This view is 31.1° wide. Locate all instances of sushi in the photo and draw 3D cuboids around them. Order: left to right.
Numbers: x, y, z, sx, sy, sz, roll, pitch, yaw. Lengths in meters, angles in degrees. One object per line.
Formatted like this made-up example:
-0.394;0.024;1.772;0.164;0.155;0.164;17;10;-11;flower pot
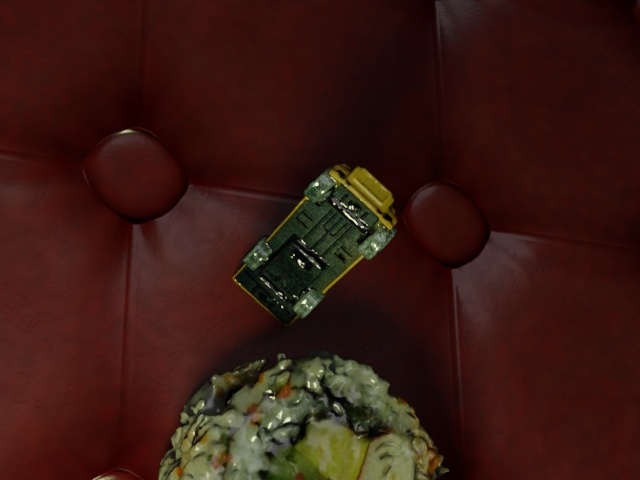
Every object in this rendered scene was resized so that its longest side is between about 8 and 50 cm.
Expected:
-0.013;0.329;1.476;0.418;0.176;0.417;9;65;-20;sushi

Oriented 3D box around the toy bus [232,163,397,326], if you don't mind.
0.000;0.000;1.533;0.121;0.335;0.123;44;54;-1;toy bus
